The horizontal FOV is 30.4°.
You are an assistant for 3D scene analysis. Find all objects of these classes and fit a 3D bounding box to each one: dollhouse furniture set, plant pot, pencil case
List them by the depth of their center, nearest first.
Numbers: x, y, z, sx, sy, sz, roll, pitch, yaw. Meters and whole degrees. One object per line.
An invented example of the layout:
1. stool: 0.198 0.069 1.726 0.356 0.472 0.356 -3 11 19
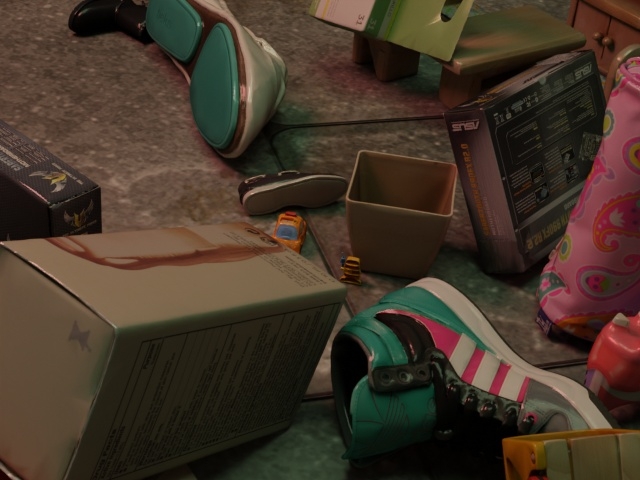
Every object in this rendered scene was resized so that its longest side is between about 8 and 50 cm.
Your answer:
1. pencil case: 0.296 -0.035 1.137 0.124 0.284 0.124 10 32 -7
2. plant pot: 0.082 -0.021 1.248 0.109 0.096 0.109 9 33 5
3. dollhouse furniture set: 0.306 -0.318 1.579 0.394 0.257 0.362 -17 39 -30

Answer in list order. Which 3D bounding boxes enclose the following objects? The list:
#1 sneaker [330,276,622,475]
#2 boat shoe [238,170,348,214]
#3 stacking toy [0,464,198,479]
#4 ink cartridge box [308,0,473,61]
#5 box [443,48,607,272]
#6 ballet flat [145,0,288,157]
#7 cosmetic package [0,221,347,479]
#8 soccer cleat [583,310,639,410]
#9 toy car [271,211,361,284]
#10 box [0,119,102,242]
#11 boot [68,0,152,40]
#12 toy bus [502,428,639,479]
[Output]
1. sneaker: 0.107 0.147 0.977 0.178 0.124 0.295 -19 41 -31
2. boat shoe: -0.032 -0.059 1.336 0.125 0.046 0.038 -13 42 -12
3. stacking toy: -0.244 0.187 0.928 0.279 0.130 0.309 14 27 -38
4. ink cartridge box: 0.100 -0.341 1.521 0.056 0.171 0.235 14 10 -42
5. box: 0.242 -0.091 1.298 0.056 0.183 0.231 0 22 45
6. ballet flat: -0.114 -0.230 1.518 0.139 0.139 0.400 -8 35 -20
7. cosmetic package: -0.124 0.082 0.921 0.129 0.153 0.296 32 18 26
8. soccer cleat: 0.344 0.112 1.117 0.248 0.095 0.083 -2 36 -37
9. toy car: 0.000 0.000 1.254 0.122 0.041 0.060 19 36 20
10. box: -0.294 -0.014 1.103 0.232 0.183 0.059 32 41 32
11. boot: -0.283 -0.311 1.675 0.099 0.045 0.121 31 43 23
12. toy bus: 0.190 0.231 0.855 0.191 0.104 0.202 42 77 -4
